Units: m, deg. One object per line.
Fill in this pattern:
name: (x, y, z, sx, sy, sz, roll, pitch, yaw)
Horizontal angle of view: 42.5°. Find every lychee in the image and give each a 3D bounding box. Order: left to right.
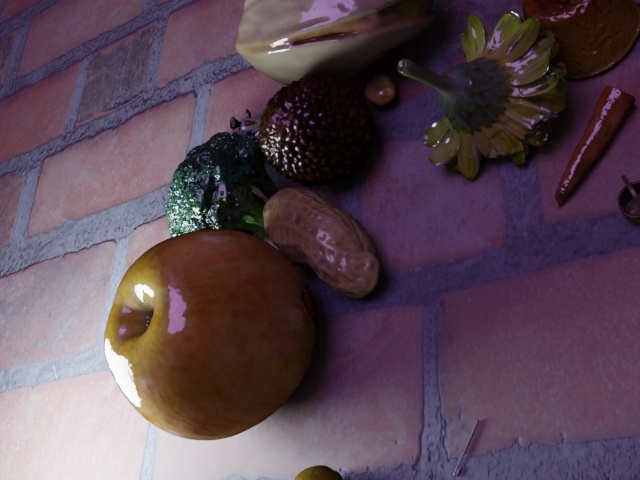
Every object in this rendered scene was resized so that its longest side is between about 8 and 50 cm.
lychee: (-0.013, -0.220, 1.668, 0.236, 0.271, 0.236, 1, 93, 33)

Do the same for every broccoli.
broccoli: (-0.205, -0.090, 1.747, 0.294, 0.245, 0.265, -48, 26, 9)

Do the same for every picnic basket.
picnic basket: (0.498, -0.068, 1.293, 0.072, 0.083, 0.072, -19, 54, 29)

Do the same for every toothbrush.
toothbrush: (0.234, 0.332, 1.317, 0.008, 0.006, 0.097, 19, 77, 30)

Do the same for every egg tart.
egg tart: (0.460, -0.410, 1.479, 0.202, 0.147, 0.202, -17, 55, 27)

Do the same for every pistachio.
pistachio: (0.031, -0.470, 1.749, 0.445, 0.281, 0.365, -10, 23, 16)

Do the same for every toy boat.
toy boat: (-0.181, -0.215, 1.874, 0.269, 0.141, 0.141, -34, 47, 36)

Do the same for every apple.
apple: (-0.209, 0.168, 1.525, 0.391, 0.346, 0.391, -19, 59, 34)

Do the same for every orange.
orange: (-0.004, 0.425, 1.396, 0.095, 0.085, 0.085, -32, 49, 10)

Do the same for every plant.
plant: (0.293, -0.253, 1.442, 0.261, 0.297, 0.306, 25, 102, 19)

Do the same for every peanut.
peanut: (0.000, 0.000, 1.604, 0.325, 0.140, 0.153, 43, 112, 39)

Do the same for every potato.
potato: (0.128, -0.315, 1.739, 0.083, 0.062, 0.068, -94, 24, -66)

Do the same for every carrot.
carrot: (0.456, -0.158, 1.404, 0.057, 0.057, 0.224, 31, 89, 44)
